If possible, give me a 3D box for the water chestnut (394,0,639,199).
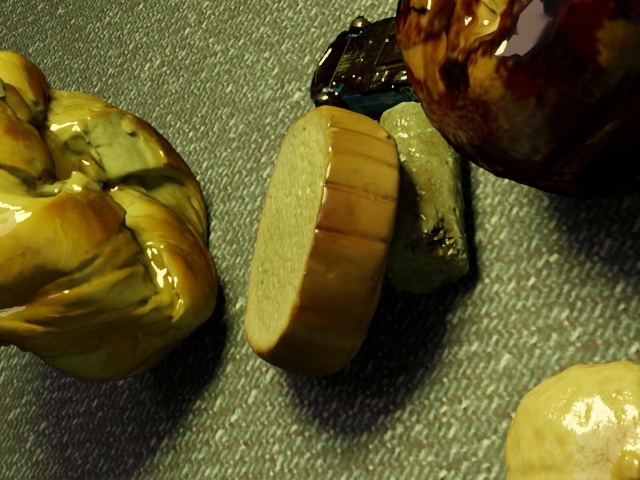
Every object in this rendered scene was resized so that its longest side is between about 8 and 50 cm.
[{"bbox_3d":[0.176,-0.207,1.027,0.335,0.347,0.335,-43,29,30],"label":"water chestnut"}]

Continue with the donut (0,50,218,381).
[{"bbox_3d":[-0.243,-0.029,1.378,0.170,0.360,0.360,-43,35,16],"label":"donut"}]

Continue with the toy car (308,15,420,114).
[{"bbox_3d":[0.069,-0.161,1.350,0.216,0.063,0.103,-5,56,55],"label":"toy car"}]

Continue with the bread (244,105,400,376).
[{"bbox_3d":[0.000,0.000,1.201,0.236,0.070,0.236,-166,90,-77],"label":"bread"}]

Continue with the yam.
[{"bbox_3d":[0.083,-0.040,1.215,0.078,0.078,0.179,-29,39,31],"label":"yam"}]

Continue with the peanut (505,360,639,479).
[{"bbox_3d":[0.181,0.143,0.899,0.159,0.109,0.140,-21,73,53],"label":"peanut"}]
